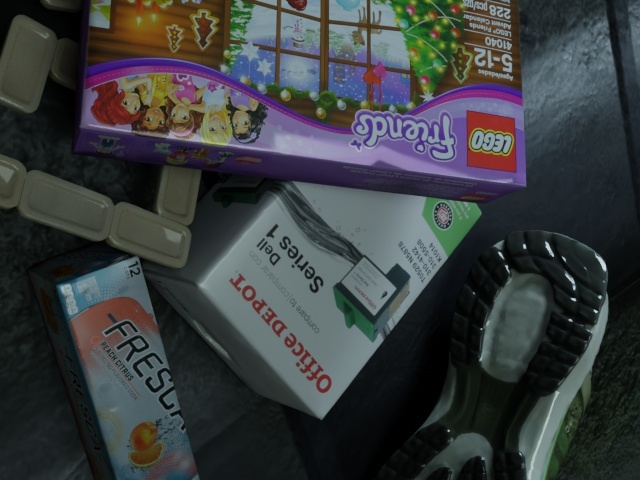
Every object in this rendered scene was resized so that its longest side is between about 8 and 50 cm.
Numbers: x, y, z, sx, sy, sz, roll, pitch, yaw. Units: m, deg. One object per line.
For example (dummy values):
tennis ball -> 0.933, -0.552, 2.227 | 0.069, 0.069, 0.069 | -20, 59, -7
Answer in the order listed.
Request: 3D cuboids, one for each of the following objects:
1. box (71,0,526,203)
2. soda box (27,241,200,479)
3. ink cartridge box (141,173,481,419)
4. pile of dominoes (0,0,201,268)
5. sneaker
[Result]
box -> -0.004, -0.140, 0.546 | 0.293, 0.057, 0.201 | 5, 77, -21
soda box -> -0.139, 0.096, 0.569 | 0.058, 0.063, 0.183 | -23, 111, -31
ink cartridge box -> 0.000, 0.000, 0.634 | 0.219, 0.092, 0.160 | -50, 122, -20
pile of dominoes -> -0.180, -0.107, 0.512 | 0.251, 0.040, 0.196 | 24, 64, -38
sneaker -> 0.174, 0.205, 0.784 | 0.182, 0.158, 0.410 | 31, 84, -54
